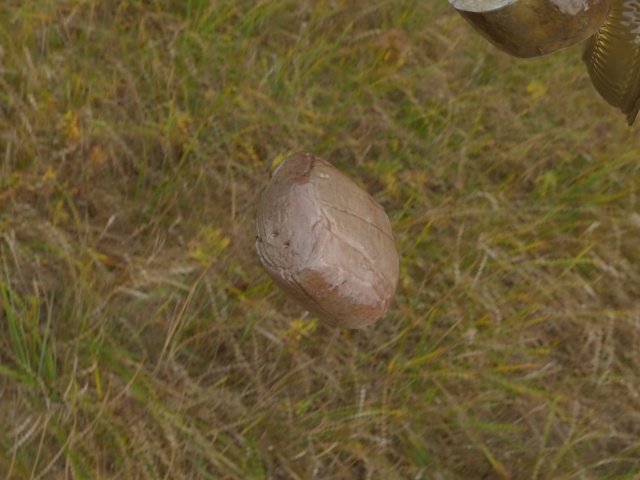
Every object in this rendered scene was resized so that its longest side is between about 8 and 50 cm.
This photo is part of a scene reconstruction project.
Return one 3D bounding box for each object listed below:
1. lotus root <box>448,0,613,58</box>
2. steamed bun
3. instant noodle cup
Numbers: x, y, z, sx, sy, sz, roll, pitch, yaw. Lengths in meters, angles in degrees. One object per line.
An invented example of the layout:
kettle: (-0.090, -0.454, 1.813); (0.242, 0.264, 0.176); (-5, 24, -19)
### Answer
lotus root: (0.173, -0.204, 0.979); (0.112, 0.122, 0.081); (-50, 126, -23)
steamed bun: (0.000, 0.000, 1.233); (0.145, 0.106, 0.175); (33, 37, -32)
instant noodle cup: (0.408, -0.293, 1.605); (0.091, 0.274, 0.274); (13, 61, 8)
